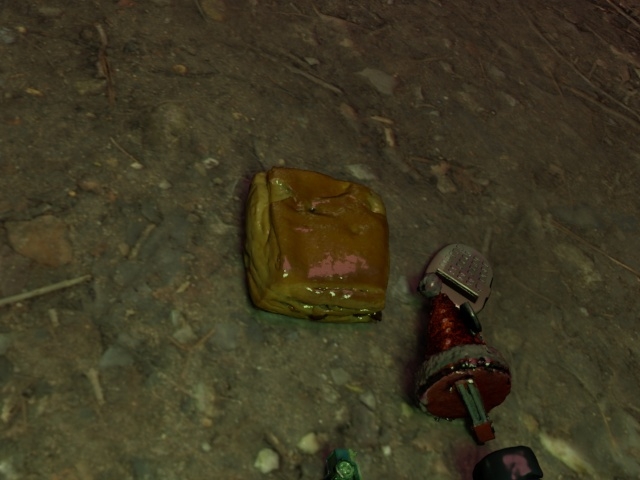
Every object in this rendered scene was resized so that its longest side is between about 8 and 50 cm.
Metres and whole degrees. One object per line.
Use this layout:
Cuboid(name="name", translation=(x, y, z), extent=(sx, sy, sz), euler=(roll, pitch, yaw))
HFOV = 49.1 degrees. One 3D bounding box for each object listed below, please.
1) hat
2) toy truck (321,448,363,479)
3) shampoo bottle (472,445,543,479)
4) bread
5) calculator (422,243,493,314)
Cuboid(name="hat", translation=(0.177, 0.135, 0.933), extent=(0.140, 0.129, 0.227), euler=(36, 30, -35))
Cuboid(name="toy truck", translation=(0.051, 0.315, 0.764), extent=(0.081, 0.067, 0.175), euler=(7, 47, -25))
Cuboid(name="shampoo bottle", translation=(0.252, 0.403, 0.723), extent=(0.078, 0.134, 0.359), euler=(-13, 56, -7))
Cuboid(name="bread", translation=(0.000, 0.000, 0.976), extent=(0.210, 0.099, 0.235), euler=(9, 49, -15))
Cuboid(name="calculator", translation=(0.207, 0.063, 1.060), extent=(0.103, 0.024, 0.166), euler=(34, 46, 7))
